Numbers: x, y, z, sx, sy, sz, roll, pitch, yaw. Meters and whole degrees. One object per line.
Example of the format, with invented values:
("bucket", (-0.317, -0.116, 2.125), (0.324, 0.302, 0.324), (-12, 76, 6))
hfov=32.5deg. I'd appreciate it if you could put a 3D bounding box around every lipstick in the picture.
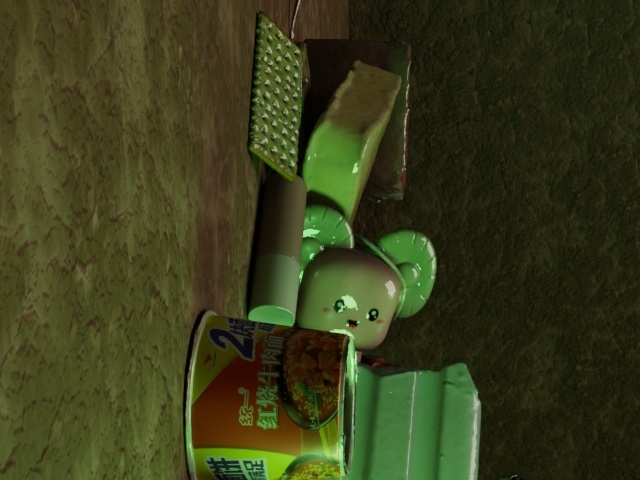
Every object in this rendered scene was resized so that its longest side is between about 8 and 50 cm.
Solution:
("lipstick", (-0.063, 0.014, 1.651), (0.070, 0.070, 0.254), (84, 8, -51))

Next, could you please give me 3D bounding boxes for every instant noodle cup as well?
("instant noodle cup", (-0.049, 0.184, 1.254), (0.213, 0.174, 0.213), (1, 90, -84))

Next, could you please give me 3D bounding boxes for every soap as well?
("soap", (0.062, 0.415, 1.708), (0.213, 0.350, 0.435), (97, -2, -65))

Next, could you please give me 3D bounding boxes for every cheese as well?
("cheese", (0.038, -0.141, 1.876), (0.384, 0.104, 0.384), (20, 90, -86))

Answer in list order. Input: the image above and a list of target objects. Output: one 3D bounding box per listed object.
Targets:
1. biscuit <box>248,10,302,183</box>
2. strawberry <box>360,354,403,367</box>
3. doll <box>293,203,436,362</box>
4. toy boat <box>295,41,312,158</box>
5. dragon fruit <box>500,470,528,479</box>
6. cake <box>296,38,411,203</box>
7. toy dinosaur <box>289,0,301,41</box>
("biscuit", (-0.064, -0.216, 1.662), (0.139, 0.016, 0.231), (36, 51, -55))
("strawberry", (0.049, 0.393, 2.080), (0.295, 0.317, 0.345), (44, 72, -30))
("doll", (0.036, 0.078, 1.828), (0.216, 0.284, 0.268), (-118, -134, -68))
("toy boat", (-0.050, -0.237, 1.818), (0.116, 0.061, 0.188), (-76, 166, -62))
("dragon fruit", (0.316, 0.520, 1.690), (0.272, 0.198, 0.218), (-68, 158, 3))
("cake", (0.067, -0.235, 2.180), (0.237, 0.230, 0.308), (50, 41, -79))
("toy dinosaur", (-0.029, -0.506, 2.097), (0.101, 0.055, 0.279), (30, 62, -73))
